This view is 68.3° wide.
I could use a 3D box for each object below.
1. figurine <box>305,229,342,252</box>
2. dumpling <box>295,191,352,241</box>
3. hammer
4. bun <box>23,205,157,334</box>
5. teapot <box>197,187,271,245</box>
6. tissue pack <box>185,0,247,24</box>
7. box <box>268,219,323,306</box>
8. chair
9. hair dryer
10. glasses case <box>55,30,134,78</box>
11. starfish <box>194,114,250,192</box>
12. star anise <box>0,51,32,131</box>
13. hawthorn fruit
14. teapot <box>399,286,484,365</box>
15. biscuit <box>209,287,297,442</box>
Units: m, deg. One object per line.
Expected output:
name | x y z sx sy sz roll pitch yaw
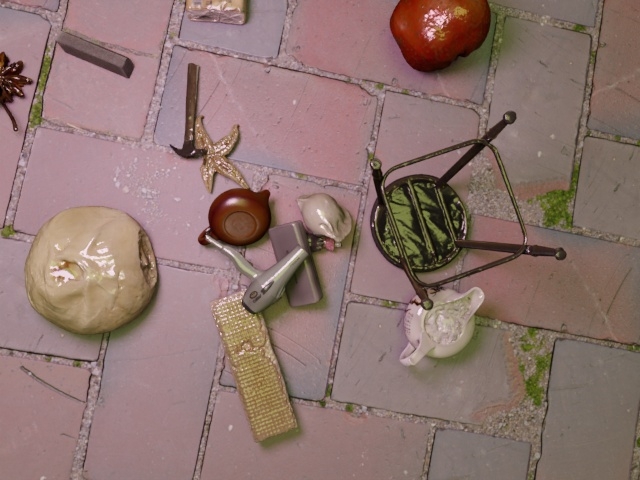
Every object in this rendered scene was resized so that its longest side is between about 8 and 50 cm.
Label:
figurine | 0.000 0.000 1.408 0.129 0.054 0.072 -2 104 -4
dumpling | 0.021 -0.075 1.378 0.155 0.111 0.181 -23 84 -40
hammer | -0.386 -0.390 1.404 0.125 0.027 0.296 0 82 16
bun | -0.634 0.080 1.279 0.365 0.202 0.363 0 85 -3
teapot | -0.250 -0.065 1.368 0.252 0.135 0.178 -30 119 11
tissue pack | -0.309 -0.774 1.417 0.187 0.090 0.222 1 85 -3
box | -0.071 0.068 1.372 0.103 0.055 0.243 -14 95 24
chair | 0.323 -0.060 1.264 0.362 0.410 0.364 -20 89 -5
hair dryer | -0.160 0.043 1.303 0.229 0.092 0.267 -29 91 -1
glasses case | -0.658 -0.548 1.382 0.205 0.071 0.047 23 81 -3
starfish | -0.298 -0.264 1.405 0.138 0.050 0.247 -9 88 -6
star anise | -0.929 -0.429 1.343 0.178 0.073 0.233 8 69 -12
hawthorn fruit | 0.340 -0.643 1.383 0.275 0.275 0.299 -34 75 -6
teapot | 0.341 0.255 1.378 0.208 0.166 0.299 47 74 -12
biscuit | -0.190 0.352 1.360 0.144 0.078 0.425 -19 88 -7
